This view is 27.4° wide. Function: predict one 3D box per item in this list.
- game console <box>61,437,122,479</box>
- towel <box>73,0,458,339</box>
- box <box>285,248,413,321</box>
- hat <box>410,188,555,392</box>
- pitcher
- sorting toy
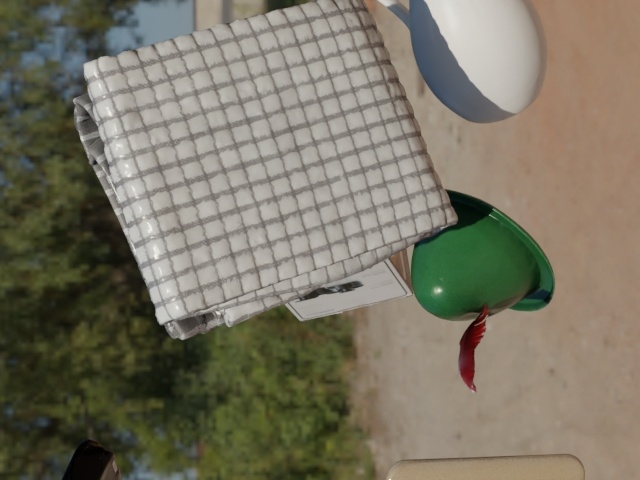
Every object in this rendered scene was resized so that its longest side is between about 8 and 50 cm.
[{"bbox_3d":[-0.303,0.412,1.661,0.361,0.044,0.213,90,-162,-58],"label":"game console"},{"bbox_3d":[-0.053,-0.064,1.121,0.121,0.283,0.235,-21,90,65],"label":"towel"},{"bbox_3d":[0.000,0.000,1.677,0.290,0.169,0.087,50,-151,-59],"label":"box"},{"bbox_3d":[0.111,0.069,1.262,0.183,0.173,0.208,-53,-17,-23],"label":"hat"},{"bbox_3d":[0.120,-0.220,1.267,0.125,0.177,0.207,-49,-53,-31],"label":"pitcher"},{"bbox_3d":[0.132,0.271,1.251,0.038,0.193,0.208,-105,21,-44],"label":"sorting toy"}]
